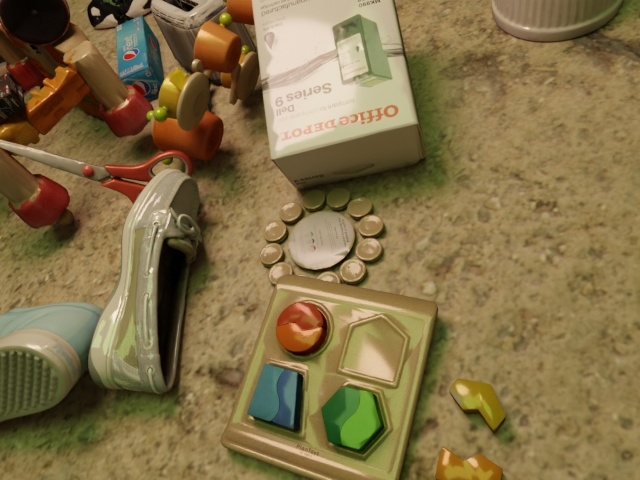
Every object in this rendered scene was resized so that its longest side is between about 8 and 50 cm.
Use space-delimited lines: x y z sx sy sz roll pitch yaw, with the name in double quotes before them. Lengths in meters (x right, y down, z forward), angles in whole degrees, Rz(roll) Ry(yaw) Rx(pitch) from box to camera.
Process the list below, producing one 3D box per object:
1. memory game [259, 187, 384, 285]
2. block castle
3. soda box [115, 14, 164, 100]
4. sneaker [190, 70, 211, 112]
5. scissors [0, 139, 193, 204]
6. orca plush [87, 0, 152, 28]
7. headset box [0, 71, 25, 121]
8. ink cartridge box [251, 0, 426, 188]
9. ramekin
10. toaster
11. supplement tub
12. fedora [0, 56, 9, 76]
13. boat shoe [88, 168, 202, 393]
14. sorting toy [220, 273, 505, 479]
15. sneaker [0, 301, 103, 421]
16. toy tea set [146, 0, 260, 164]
"memory game" 0.000 0.000 0.735 0.186 0.012 0.186 -9 54 13
"block castle" -0.545 -0.233 0.961 0.453 0.213 0.303 27 70 32
"soda box" -0.378 -0.380 1.088 0.067 0.071 0.210 -22 53 4
"sneaker" -0.224 -0.252 0.962 0.059 0.053 0.144 4 66 21
"scissors" -0.335 -0.091 0.792 0.296 0.109 0.021 2 21 -15
"orca plush" -0.440 -0.592 1.237 0.287 0.102 0.151 0 57 19
"headset box" -0.482 -0.201 0.764 0.083 0.032 0.062 -29 53 -2
"ink cartridge box" 0.026 -0.246 0.775 0.211 0.121 0.290 -12 72 12
"ramekin" 0.384 -0.433 0.841 0.207 0.109 0.207 -9 54 12
"toaster" -0.226 -0.409 1.010 0.129 0.146 0.227 -43 54 -12
"supplement tub" -0.485 -0.406 0.854 0.106 0.106 0.198 -34 53 -6
"fedora" -0.780 -0.494 1.188 0.333 0.153 0.334 8 52 -10
"boat shoe" -0.215 0.047 0.717 0.103 0.118 0.321 3 62 14
"sorting toy" 0.052 0.158 0.582 0.307 0.041 0.229 9 64 24
"sneaker" -0.446 0.169 0.724 0.365 0.135 0.150 -11 21 19
"toy tea set" -0.192 -0.286 0.853 0.124 0.200 0.336 21 62 7
